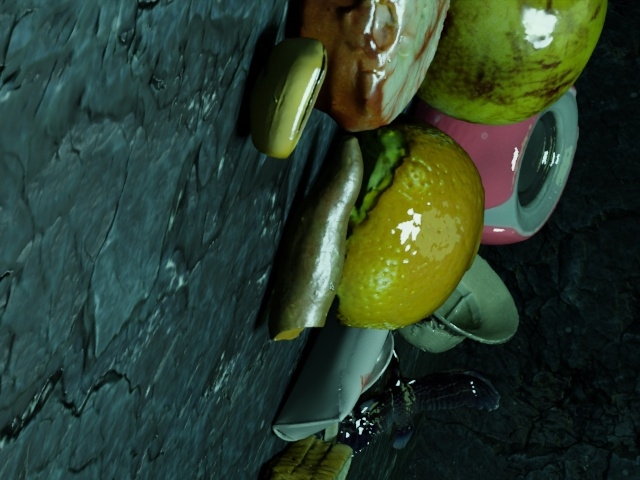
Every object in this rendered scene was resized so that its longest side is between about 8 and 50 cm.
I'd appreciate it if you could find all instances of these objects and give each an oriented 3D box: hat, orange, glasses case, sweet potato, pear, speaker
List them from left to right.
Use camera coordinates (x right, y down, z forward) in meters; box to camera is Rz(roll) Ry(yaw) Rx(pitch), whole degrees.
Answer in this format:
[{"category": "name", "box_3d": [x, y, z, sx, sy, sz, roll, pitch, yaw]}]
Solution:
[{"category": "sweet potato", "box_3d": [0.000, 0.000, 1.662, 0.077, 0.077, 0.244, 12, 95, -79]}, {"category": "glasses case", "box_3d": [0.046, 0.137, 1.980, 0.083, 0.128, 0.308, 42, 58, -29]}, {"category": "orange", "box_3d": [0.096, -0.018, 1.841, 0.262, 0.196, 0.334, -64, -170, 6]}, {"category": "hat", "box_3d": [0.186, 0.107, 2.419, 0.130, 0.257, 0.257, -52, 180, 29]}, {"category": "pear", "box_3d": [0.203, -0.274, 1.730, 0.283, 0.283, 0.283, 18, 90, -79]}, {"category": "speaker", "box_3d": [0.263, -0.145, 2.223, 0.294, 0.294, 0.294, 18, 90, -79]}]

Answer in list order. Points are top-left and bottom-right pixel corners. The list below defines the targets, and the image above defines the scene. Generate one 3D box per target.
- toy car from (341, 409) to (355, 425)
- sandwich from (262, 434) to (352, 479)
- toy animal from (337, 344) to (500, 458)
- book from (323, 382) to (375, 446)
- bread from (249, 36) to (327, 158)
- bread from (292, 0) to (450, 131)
[{"category": "toy car", "box_3d": [0.028, 0.210, 2.149, 0.165, 0.062, 0.071, 81, 28, -66]}, {"category": "sandwich", "box_3d": [-0.042, 0.418, 2.061, 0.249, 0.095, 0.273, -38, 143, -76]}, {"category": "toy animal", "box_3d": [0.113, 0.245, 2.392, 0.272, 0.197, 0.160, -20, 164, -19]}, {"category": "book", "box_3d": [0.059, 0.244, 2.448, 0.191, 0.025, 0.269, 96, 16, -47]}, {"category": "bread", "box_3d": [-0.035, -0.133, 1.353, 0.082, 0.056, 0.115, -88, -160, -66]}, {"category": "bread", "box_3d": [0.070, -0.279, 1.493, 0.295, 0.114, 0.328, -43, 148, -70]}]
